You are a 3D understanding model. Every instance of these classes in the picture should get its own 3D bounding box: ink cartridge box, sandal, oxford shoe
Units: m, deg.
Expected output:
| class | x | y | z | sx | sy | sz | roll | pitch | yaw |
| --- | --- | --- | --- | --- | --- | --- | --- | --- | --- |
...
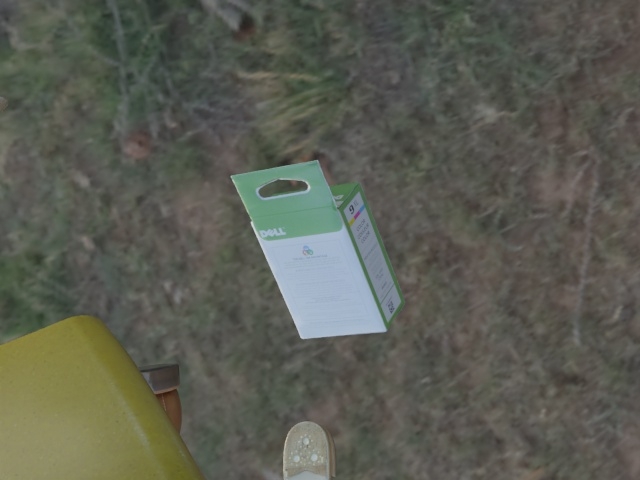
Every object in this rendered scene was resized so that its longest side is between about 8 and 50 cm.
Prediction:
| class | x | y | z | sx | sy | sz | roll | pitch | yaw |
| --- | --- | --- | --- | --- | --- | --- | --- | --- | --- |
| ink cartridge box | 0.000 | 0.000 | 1.404 | 0.109 | 0.062 | 0.209 | -7 | 119 | 31 |
| sandal | -0.017 | 0.323 | 1.531 | 0.088 | 0.079 | 0.240 | -15 | 69 | 21 |
| oxford shoe | -0.152 | 0.131 | 0.987 | 0.212 | 0.076 | 0.076 | 169 | 92 | -70 |

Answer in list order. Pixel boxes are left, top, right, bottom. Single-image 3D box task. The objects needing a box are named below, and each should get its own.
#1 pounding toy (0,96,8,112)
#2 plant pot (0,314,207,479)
| class | x | y | z | sx | sy | sz | roll | pitch | yaw |
| --- | --- | --- | --- | --- | --- | --- | --- | --- | --- |
| pounding toy | -0.458 | -0.045 | 1.647 | 0.110 | 0.183 | 0.237 | 46 | 118 | -4 |
| plant pot | -0.121 | 0.161 | 0.573 | 0.212 | 0.212 | 0.187 | 70 | 177 | -53 |
